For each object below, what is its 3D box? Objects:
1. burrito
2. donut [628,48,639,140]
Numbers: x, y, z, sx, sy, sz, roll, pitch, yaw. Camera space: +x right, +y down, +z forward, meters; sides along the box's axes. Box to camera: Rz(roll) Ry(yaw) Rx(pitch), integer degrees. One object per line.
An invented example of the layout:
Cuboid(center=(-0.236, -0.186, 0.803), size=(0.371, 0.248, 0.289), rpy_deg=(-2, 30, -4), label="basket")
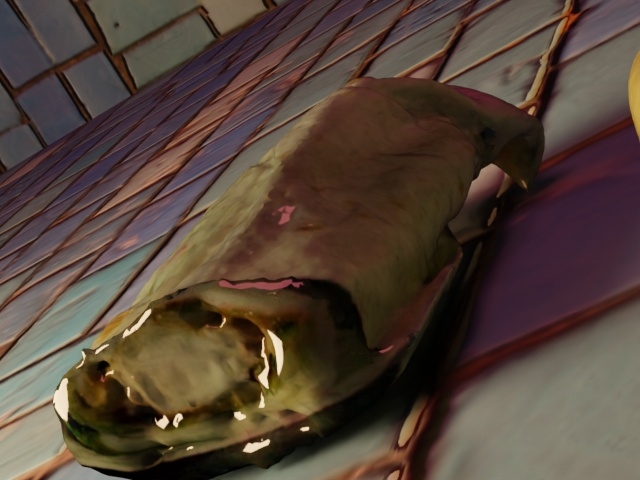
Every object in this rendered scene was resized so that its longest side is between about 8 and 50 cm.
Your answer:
Cuboid(center=(0.000, 0.000, 0.601), size=(0.144, 0.089, 0.229), rpy_deg=(-22, 17, 30), label="burrito")
Cuboid(center=(0.159, -0.054, 0.448), size=(0.166, 0.065, 0.108), rpy_deg=(-25, 15, 33), label="donut")
